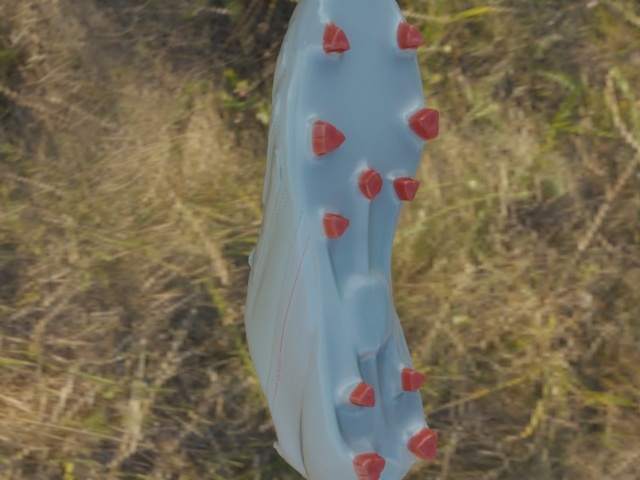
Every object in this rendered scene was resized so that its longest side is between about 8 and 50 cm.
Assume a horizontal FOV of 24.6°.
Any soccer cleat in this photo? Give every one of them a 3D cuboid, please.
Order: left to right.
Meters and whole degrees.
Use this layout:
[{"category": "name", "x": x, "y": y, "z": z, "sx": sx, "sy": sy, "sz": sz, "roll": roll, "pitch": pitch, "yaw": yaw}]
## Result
[{"category": "soccer cleat", "x": 0.000, "y": 0.000, "z": 0.542, "sx": 0.068, "sy": 0.076, "sz": 0.196, "roll": -9, "pitch": 101, "yaw": -38}]
